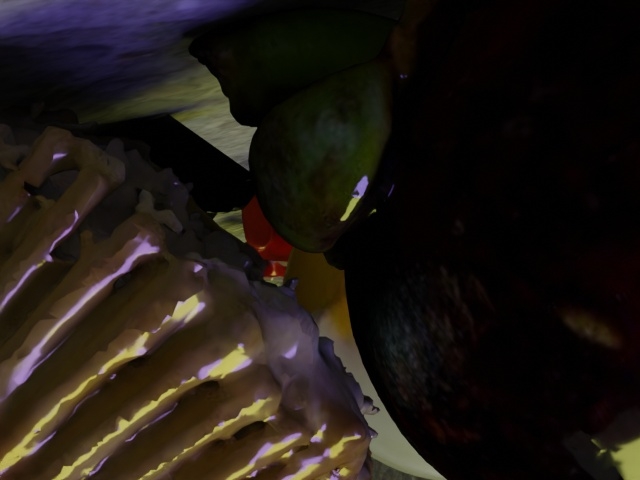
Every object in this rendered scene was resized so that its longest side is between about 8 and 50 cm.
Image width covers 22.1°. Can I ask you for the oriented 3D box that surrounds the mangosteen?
[{"bbox_3d":[0.126,-0.031,0.765,0.306,0.359,0.306,-49,172,-9],"label":"mangosteen"}]

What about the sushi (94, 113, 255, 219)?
[{"bbox_3d":[-0.142,0.026,0.959,0.172,0.153,0.150,-55,180,-33],"label":"sushi"}]

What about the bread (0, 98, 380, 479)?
[{"bbox_3d":[-0.090,0.043,0.748,0.149,0.274,0.274,-44,175,0],"label":"bread"}]

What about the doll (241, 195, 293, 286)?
[{"bbox_3d":[0.000,0.000,1.617,0.188,0.099,0.384,-14,169,-6],"label":"doll"}]

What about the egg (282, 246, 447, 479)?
[{"bbox_3d":[0.119,0.042,1.305,0.283,0.283,0.345,-17,-174,16],"label":"egg"}]
